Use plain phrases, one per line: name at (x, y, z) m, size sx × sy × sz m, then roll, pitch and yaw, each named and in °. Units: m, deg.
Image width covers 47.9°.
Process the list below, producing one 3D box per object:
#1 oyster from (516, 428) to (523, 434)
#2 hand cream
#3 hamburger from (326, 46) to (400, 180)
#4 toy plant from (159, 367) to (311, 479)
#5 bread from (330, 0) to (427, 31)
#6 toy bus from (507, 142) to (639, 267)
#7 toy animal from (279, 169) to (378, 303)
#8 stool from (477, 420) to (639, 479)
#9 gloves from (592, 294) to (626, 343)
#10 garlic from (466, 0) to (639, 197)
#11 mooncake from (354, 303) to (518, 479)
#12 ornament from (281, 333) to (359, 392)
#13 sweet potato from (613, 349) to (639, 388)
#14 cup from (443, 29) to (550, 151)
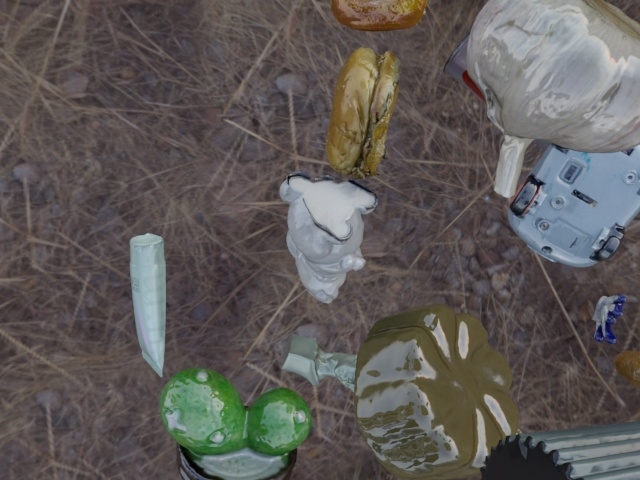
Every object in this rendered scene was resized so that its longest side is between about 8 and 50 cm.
oyster at (0.459, 0.483, 1.670) m, size 0.053 × 0.166 × 0.108 m, roll -17°, pitch 46°, yaw 44°
hand cream at (-0.249, 0.093, 1.046) m, size 0.078 × 0.050 × 0.204 m, roll 25°, pitch 119°, yaw 49°
hamburger at (0.105, -0.312, 1.738) m, size 0.158 × 0.318 × 0.318 m, roll 10°, pitch 96°, yaw -2°
toy plant at (-0.129, 0.290, 1.052) m, size 0.218 × 0.175 × 0.235 m, roll 6°, pitch 119°, yaw -10°
bread at (0.110, -0.476, 1.388) m, size 0.191 × 0.132 × 0.114 m, roll -1°, pitch 49°, yaw 4°
toy bus at (0.464, -0.110, 1.273) m, size 0.194 × 0.232 × 0.287 m, roll 29°, pitch 112°, yaw 3°
toy animal at (0.000, 0.000, 1.776) m, size 0.258 × 0.357 × 0.194 m, roll 44°, pitch 59°, yaw 14°
stool at (0.413, 0.369, 0.901) m, size 0.330 × 0.297 × 0.297 m, roll -4°, pitch 93°, yaw -20°
gloves at (0.360, 0.097, 0.894) m, size 0.026 × 0.086 × 0.064 m, roll 20°, pitch 91°, yaw 8°
garlic at (0.227, -0.142, 0.726) m, size 0.219 × 0.218 × 0.212 m, roll 37°, pitch 121°, yaw 9°
mooncake at (0.251, 0.321, 1.536) m, size 0.201 × 0.378 × 0.378 m, roll -23°, pitch 88°, yaw 39°
ornament at (0.038, 0.321, 1.843) m, size 0.285 × 0.130 × 0.120 m, roll 18°, pitch 134°, yaw 11°
sweet potato at (0.533, 0.214, 1.157) m, size 0.060 × 0.206 × 0.068 m, roll 26°, pitch 97°, yaw -17°
cup at (0.433, -0.335, 1.552) m, size 0.203 × 0.203 × 0.288 m, roll -45°, pitch 80°, yaw 12°
